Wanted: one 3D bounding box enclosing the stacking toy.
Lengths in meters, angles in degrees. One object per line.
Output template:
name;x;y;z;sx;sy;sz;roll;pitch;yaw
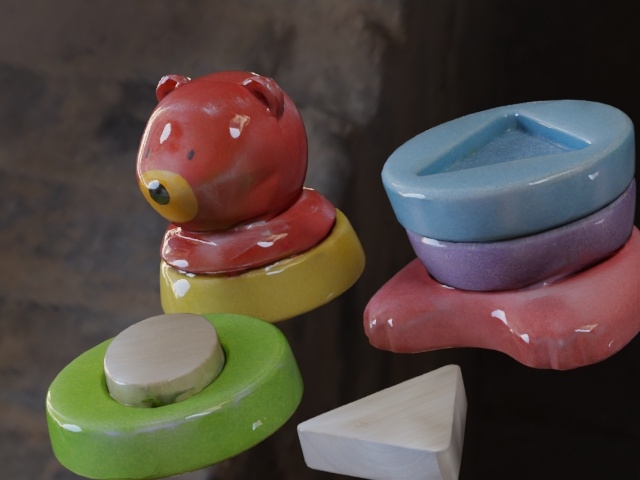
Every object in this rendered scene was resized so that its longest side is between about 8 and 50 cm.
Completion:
stacking toy;0.000;0.000;1.017;0.309;0.279;0.130;-1;114;30
